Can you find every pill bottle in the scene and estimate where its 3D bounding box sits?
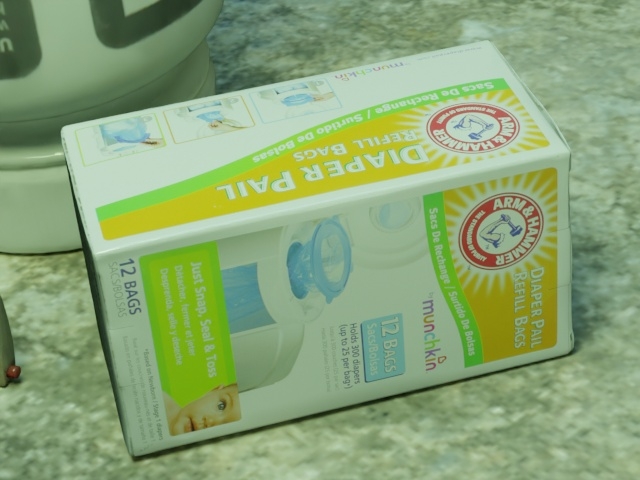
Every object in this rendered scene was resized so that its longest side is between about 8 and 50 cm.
[{"bbox_3d":[-0.155,-0.186,0.807,0.204,0.361,0.204,-4,35,3],"label":"pill bottle"}]

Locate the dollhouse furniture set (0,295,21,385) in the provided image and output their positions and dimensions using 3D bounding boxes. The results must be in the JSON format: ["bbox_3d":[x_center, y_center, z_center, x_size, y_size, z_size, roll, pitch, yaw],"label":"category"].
[{"bbox_3d":[-0.225,0.015,0.691,0.128,0.184,0.129,8,38,20],"label":"dollhouse furniture set"}]

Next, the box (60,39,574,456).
[{"bbox_3d":[0.000,0.000,0.735,0.203,0.114,0.103,-12,36,-9],"label":"box"}]
